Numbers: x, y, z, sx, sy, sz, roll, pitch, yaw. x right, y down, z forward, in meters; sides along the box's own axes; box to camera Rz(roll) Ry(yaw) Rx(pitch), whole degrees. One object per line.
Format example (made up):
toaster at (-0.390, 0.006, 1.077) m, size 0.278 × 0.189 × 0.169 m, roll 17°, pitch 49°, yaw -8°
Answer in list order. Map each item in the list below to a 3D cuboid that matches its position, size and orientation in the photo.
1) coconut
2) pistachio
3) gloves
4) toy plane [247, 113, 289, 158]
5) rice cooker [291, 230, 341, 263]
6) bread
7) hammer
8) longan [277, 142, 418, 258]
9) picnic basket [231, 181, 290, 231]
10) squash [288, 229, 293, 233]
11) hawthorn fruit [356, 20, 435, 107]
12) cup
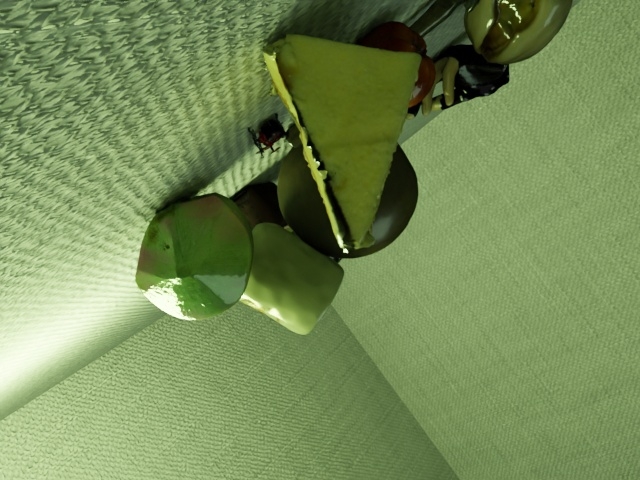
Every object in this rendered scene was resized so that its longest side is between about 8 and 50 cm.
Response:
coconut at (-0.217, 0.028, 1.134) m, size 0.236 × 0.204 × 0.236 m, roll -21°, pitch -166°, yaw 6°
pistachio at (0.352, -0.420, 1.135) m, size 0.197 × 0.166 × 0.288 m, roll -61°, pitch 180°, yaw -13°
gloves at (0.336, -0.403, 1.647) m, size 0.301 × 0.152 × 0.197 m, roll -30°, pitch 159°, yaw 8°
toy plane at (-0.087, -0.171, 1.075) m, size 0.060 × 0.037 × 0.145 m, roll -32°, pitch 177°, yaw -6°
rice cooker at (0.000, 0.000, 1.619) m, size 0.118 × 0.142 × 0.203 m, roll -48°, pitch -174°, yaw -19°
bread at (0.008, -0.107, 0.819) m, size 0.198 × 0.236 × 0.263 m, roll 8°, pitch 180°, yaw 3°
hammer at (0.098, -0.304, 1.106) m, size 0.440 × 0.044 × 0.168 m, roll -36°, pitch 178°, yaw 28°
longan at (0.055, -0.108, 1.389) m, size 0.319 × 0.319 × 0.319 m, roll -36°, pitch 179°, yaw -1°
picnic basket at (-0.164, -0.047, 1.584) m, size 0.222 × 0.129 × 0.297 m, roll -36°, pitch 179°, yaw 15°
squash at (-0.209, -0.072, 1.783) m, size 0.289 × 0.203 × 0.111 m, roll 6°, pitch 155°, yaw -30°
hawthorn fruit at (0.100, -0.255, 0.980) m, size 0.138 × 0.133 × 0.133 m, roll -26°, pitch -175°, yaw 34°
cup at (-0.070, 0.055, 1.347) m, size 0.173 × 0.202 × 0.255 m, roll -55°, pitch -173°, yaw 29°
